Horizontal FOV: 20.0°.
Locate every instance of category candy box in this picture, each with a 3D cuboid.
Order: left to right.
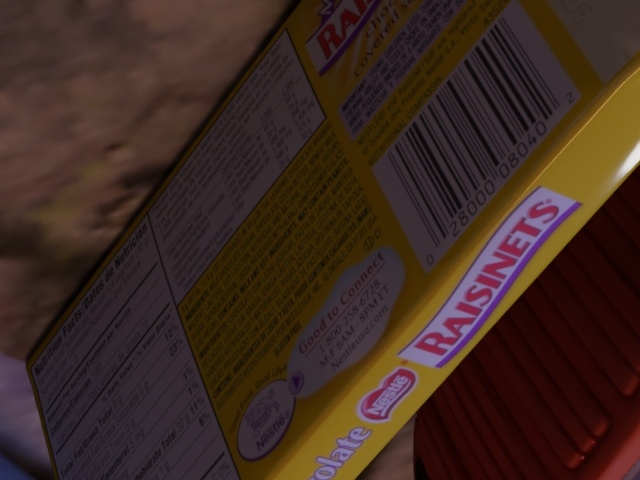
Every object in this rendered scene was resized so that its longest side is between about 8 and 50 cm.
[{"bbox_3d":[0.000,0.000,0.425,0.027,0.105,0.206,21,121,-34],"label":"candy box"}]

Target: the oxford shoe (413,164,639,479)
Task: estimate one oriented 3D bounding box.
[{"bbox_3d":[0.113,-0.005,0.471,0.098,0.097,0.271,9,126,-32],"label":"oxford shoe"}]

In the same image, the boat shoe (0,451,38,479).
[{"bbox_3d":[-0.113,0.108,0.483,0.094,0.109,0.302,-34,136,14],"label":"boat shoe"}]
